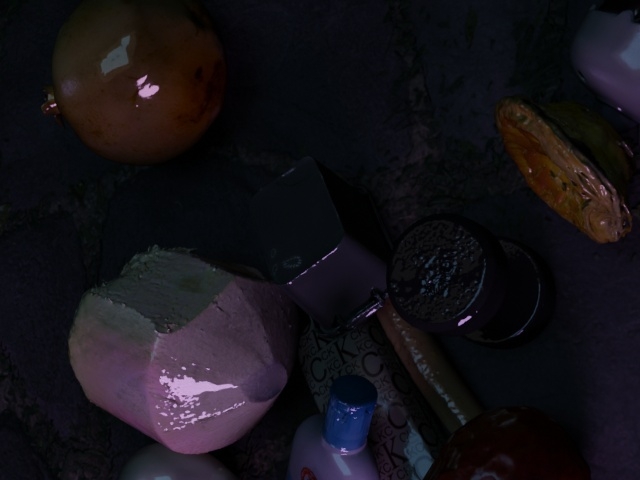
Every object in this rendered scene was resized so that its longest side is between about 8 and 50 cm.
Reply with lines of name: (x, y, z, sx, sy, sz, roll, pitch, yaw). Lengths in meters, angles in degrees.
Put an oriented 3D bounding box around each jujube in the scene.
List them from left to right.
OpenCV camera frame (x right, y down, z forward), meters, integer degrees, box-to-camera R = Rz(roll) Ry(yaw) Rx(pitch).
jujube: (0.212, 0.325, 1.317, 0.255, 0.190, 0.190, -46, 58, -8)

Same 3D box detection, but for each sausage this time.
sausage: (0.145, 0.158, 1.489, 0.066, 0.066, 0.301, -42, 59, 19)

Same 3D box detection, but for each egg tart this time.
egg tart: (0.317, -0.101, 1.337, 0.106, 0.241, 0.241, -39, 60, -1)

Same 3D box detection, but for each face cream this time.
face cream: (0.017, 0.322, 1.430, 0.163, 0.080, 0.337, 45, 138, 38)

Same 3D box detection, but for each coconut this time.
coconut: (-0.181, 0.156, 1.556, 0.309, 0.297, 0.297, 13, 87, 36)

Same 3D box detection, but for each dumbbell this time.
dumbbell: (0.199, 0.057, 1.380, 0.152, 0.218, 0.153, -8, 75, 32)

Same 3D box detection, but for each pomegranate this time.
pomegranate: (-0.308, -0.271, 1.735, 0.319, 0.319, 0.319, -7, 76, 31)

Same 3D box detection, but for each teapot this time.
teapot: (-0.179, 0.380, 1.538, 0.318, 0.220, 0.149, -45, 17, 46)

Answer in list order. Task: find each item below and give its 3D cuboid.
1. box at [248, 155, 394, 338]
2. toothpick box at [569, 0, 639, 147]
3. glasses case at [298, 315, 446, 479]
box: (0.000, 0.000, 1.524, 0.163, 0.135, 0.243, -36, 42, 16)
toothpick box: (0.450, -0.264, 1.305, 0.229, 0.229, 0.316, 37, 102, 33)
glasses case: (0.082, 0.249, 1.495, 0.137, 0.085, 0.355, -41, 61, 23)
